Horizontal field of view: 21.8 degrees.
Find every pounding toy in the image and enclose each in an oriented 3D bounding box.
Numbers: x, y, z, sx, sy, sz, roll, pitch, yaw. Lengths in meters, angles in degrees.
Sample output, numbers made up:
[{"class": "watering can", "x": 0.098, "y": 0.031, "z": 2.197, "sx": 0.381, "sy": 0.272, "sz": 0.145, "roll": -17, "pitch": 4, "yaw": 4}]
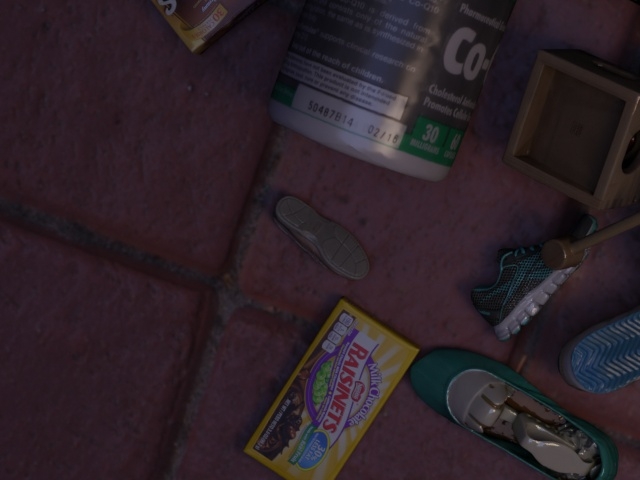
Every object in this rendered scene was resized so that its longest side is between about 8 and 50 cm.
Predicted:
[{"class": "pounding toy", "x": 0.288, "y": -0.069, "z": 1.713, "sx": 0.181, "sy": 0.094, "sz": 0.206, "roll": 30, "pitch": 113, "yaw": 34}]

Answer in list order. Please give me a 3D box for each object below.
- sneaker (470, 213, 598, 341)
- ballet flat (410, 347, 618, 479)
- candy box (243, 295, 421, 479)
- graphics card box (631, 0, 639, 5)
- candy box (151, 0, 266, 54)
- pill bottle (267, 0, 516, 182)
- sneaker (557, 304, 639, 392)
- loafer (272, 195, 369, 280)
[{"class": "sneaker", "x": 0.225, "y": 0.028, "z": 1.776, "sx": 0.076, "sy": 0.065, "sz": 0.166, "roll": 43, "pitch": 97, "yaw": 8}, {"class": "ballet flat", "x": 0.207, "y": 0.189, "z": 1.775, "sx": 0.247, "sy": 0.087, "sz": 0.083, "roll": 28, "pitch": 98, "yaw": 6}, {"class": "candy box", "x": 0.012, "y": 0.175, "z": 1.834, "sx": 0.105, "sy": 0.027, "sz": 0.206, "roll": 33, "pitch": 98, "yaw": 2}, {"class": "graphics card box", "x": 0.399, "y": -0.403, "z": 1.660, "sx": 0.233, "sy": 0.094, "sz": 0.371, "roll": 21, "pitch": 97, "yaw": -23}, {"class": "candy box", "x": -0.150, "y": -0.308, "z": 1.814, "sx": 0.109, "sy": 0.053, "sz": 0.187, "roll": -38, "pitch": 89, "yaw": 8}, {"class": "pill bottle", "x": 0.097, "y": -0.259, "z": 1.703, "sx": 0.204, "sy": 0.204, "sz": 0.361, "roll": 21, "pitch": 97, "yaw": 7}, {"class": "sneaker", "x": 0.356, "y": 0.097, "z": 1.751, "sx": 0.228, "sy": 0.092, "sz": 0.087, "roll": -16, "pitch": 89, "yaw": -10}, {"class": "loafer", "x": 0.000, "y": 0.000, "z": 1.823, "sx": 0.125, "sy": 0.039, "sz": 0.045, "roll": 40, "pitch": 65, "yaw": 1}]
